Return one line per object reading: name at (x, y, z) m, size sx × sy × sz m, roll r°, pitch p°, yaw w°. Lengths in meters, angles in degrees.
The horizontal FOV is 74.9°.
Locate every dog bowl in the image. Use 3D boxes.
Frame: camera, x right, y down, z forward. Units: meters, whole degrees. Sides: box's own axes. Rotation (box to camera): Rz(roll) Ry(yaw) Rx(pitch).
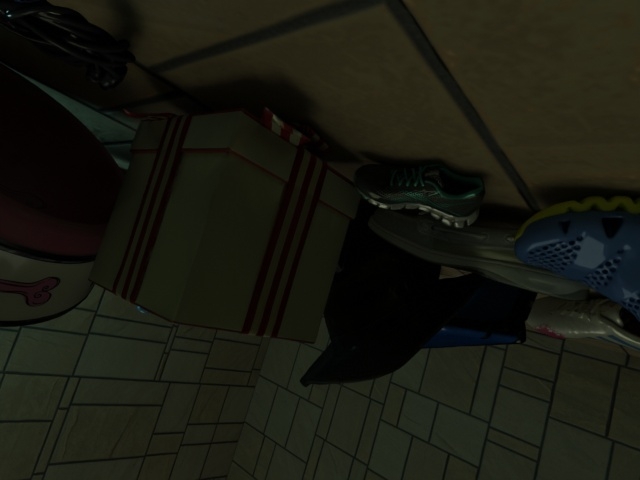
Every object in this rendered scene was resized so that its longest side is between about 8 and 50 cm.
dog bowl at (-0.436, -0.094, 0.556) m, size 0.408 × 0.150 × 0.408 m, roll 49°, pitch -172°, yaw -9°

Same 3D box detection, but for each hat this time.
hat at (0.085, 0.090, 0.667) m, size 0.133 × 0.332 × 0.331 m, roll 61°, pitch 168°, yaw -1°

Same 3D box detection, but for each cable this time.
cable at (-0.250, -0.201, 0.383) m, size 0.151 × 0.047 × 0.184 m, roll 32°, pitch 178°, yaw -29°

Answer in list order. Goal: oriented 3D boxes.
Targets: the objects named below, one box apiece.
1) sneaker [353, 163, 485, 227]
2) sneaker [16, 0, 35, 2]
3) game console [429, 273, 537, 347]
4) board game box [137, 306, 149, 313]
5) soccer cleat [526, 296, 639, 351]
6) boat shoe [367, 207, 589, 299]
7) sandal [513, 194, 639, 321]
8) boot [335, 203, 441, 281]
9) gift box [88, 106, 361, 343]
sneaker at (0.125, -0.072, 0.520) m, size 0.167 × 0.064 × 0.076 m, roll 13°, pitch 155°, yaw 3°
sneaker at (-0.137, -0.178, 0.239) m, size 0.087 × 0.083 × 0.221 m, roll 7°, pitch -173°, yaw -46°
game console at (0.239, 0.115, 0.808) m, size 0.251 × 0.173 × 0.293 m, roll 13°, pitch 159°, yaw -21°
board game box at (-0.504, -0.044, 0.899) m, size 0.390 × 0.050 × 0.390 m, roll 46°, pitch 179°, yaw -29°
soccer cleat at (0.633, 0.171, 0.960) m, size 0.331 × 0.115 × 0.143 m, roll 5°, pitch 150°, yaw 46°
boat shoe at (0.228, -0.007, 0.621) m, size 0.321 × 0.102 × 0.118 m, roll 19°, pitch -170°, yaw 28°
sandal at (0.372, 0.045, 0.441) m, size 0.318 × 0.138 × 0.126 m, roll 14°, pitch 162°, yaw 19°
boot at (0.001, 0.001, 0.991) m, size 0.367 × 0.146 × 0.445 m, roll 26°, pitch 172°, yaw -41°
gift box at (-0.119, -0.031, 0.529) m, size 0.255 × 0.257 × 0.276 m, roll 11°, pitch 170°, yaw 36°
